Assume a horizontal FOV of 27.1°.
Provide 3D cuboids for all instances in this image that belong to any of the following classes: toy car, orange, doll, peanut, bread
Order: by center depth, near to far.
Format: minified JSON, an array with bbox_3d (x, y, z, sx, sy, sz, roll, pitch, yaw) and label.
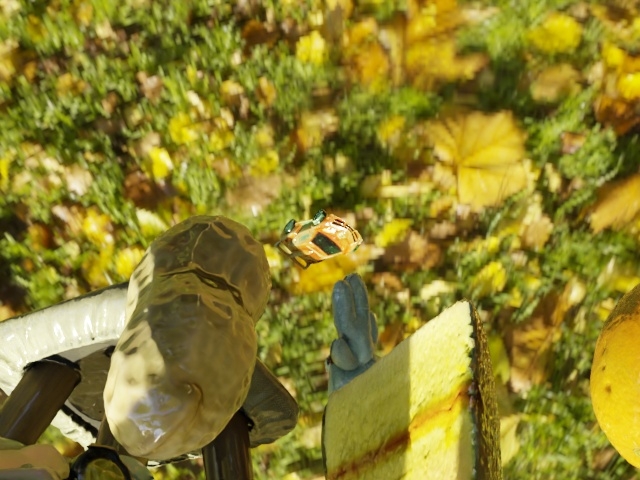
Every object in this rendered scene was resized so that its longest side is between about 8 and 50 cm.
[{"bbox_3d":[-0.173,0.129,0.682,0.126,0.161,0.098,-37,80,35],"label":"toy car"},{"bbox_3d":[0.119,0.170,1.008,0.163,0.264,0.167,12,63,-19],"label":"bread"},{"bbox_3d":[-0.114,0.079,1.132,0.120,0.298,0.136,32,114,-12],"label":"peanut"},{"bbox_3d":[0.342,0.120,1.214,0.206,0.206,0.206,-1,67,3],"label":"orange"},{"bbox_3d":[0.000,0.000,1.468,0.059,0.122,0.035,40,67,-18],"label":"toy car"},{"bbox_3d":[0.032,0.133,1.619,0.075,0.120,0.179,-9,99,39],"label":"doll"}]

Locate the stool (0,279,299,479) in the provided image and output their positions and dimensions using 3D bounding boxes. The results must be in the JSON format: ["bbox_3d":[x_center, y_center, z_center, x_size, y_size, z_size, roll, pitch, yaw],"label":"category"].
[{"bbox_3d":[-0.221,0.228,1.469,0.310,0.310,0.226,-19,42,29],"label":"stool"}]
